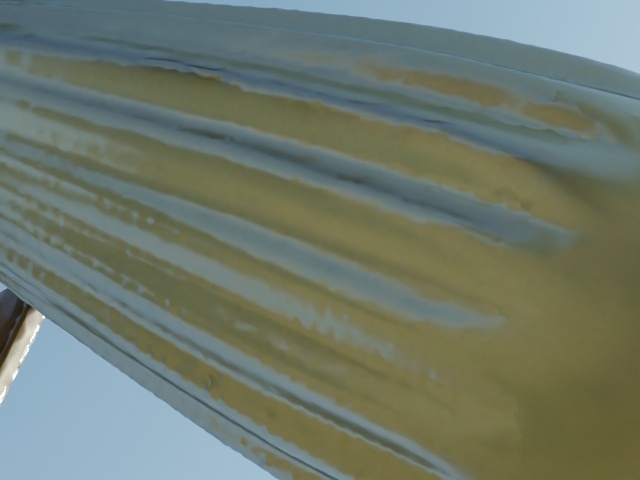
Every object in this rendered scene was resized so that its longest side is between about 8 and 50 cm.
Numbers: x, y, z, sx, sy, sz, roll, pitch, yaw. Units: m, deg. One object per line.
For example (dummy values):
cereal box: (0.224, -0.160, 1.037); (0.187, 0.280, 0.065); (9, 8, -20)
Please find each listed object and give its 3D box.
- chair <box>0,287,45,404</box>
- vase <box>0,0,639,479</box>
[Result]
chair: (-0.262, 0.001, 0.673); (0.240, 0.416, 0.203); (53, -131, -44)
vase: (0.000, 0.000, 0.448); (0.128, 0.248, 0.128); (-45, -34, -43)
